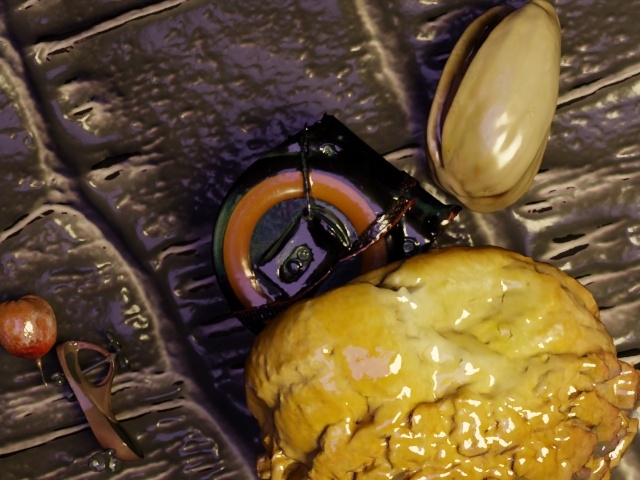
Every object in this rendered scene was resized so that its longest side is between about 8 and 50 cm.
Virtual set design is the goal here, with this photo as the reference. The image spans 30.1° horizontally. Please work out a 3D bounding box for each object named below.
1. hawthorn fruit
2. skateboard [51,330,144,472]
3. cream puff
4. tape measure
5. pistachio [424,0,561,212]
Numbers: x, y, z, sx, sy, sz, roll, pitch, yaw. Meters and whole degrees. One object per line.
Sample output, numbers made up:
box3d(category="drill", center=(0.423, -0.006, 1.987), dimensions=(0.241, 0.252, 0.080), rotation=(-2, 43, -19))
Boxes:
box3d(category="hawthorn fruit", center=(-0.309, 0.109, 1.265), dimensions=(0.067, 0.067, 0.103), rotation=(-22, 84, 11))
box3d(category="skateboard", center=(-0.227, 0.166, 1.247), dimensions=(0.080, 0.067, 0.151), rotation=(-30, 77, 1))
box3d(category="cream puff", center=(0.107, 0.159, 1.024), dimensions=(0.327, 0.343, 0.231), rotation=(-31, 59, 27))
box3d(category="tape measure", center=(0.000, 0.000, 1.160), dimensions=(0.202, 0.135, 0.223), rotation=(39, 101, 4))
box3d(category="pistachio", center=(0.172, -0.129, 1.136), dimensions=(0.129, 0.131, 0.206), rotation=(18, 86, 55))
